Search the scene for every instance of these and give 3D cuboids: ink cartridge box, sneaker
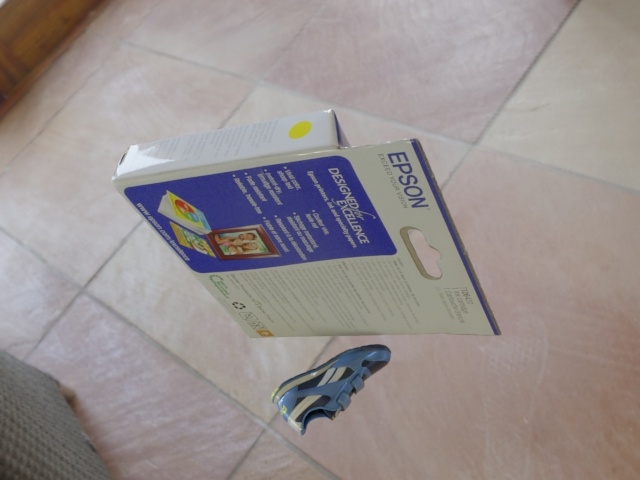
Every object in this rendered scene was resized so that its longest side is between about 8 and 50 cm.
[{"bbox_3d":[0.000,0.000,0.788,0.307,0.303,0.072,-6,50,24],"label":"ink cartridge box"},{"bbox_3d":[0.020,0.165,0.864,0.144,0.053,0.059,-28,58,-5],"label":"sneaker"}]
